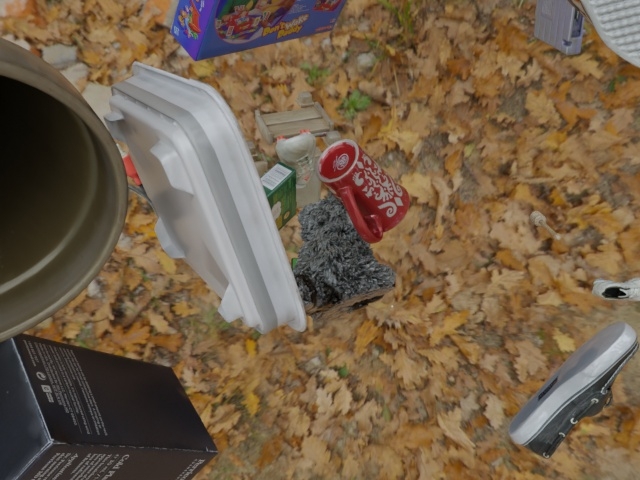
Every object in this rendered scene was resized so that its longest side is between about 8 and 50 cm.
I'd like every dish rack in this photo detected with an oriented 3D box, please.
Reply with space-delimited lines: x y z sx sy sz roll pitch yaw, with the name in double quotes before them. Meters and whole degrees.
"dish rack" -0.149 -0.046 0.736 0.072 0.333 0.285 -29 121 -19

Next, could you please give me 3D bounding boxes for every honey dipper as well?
"honey dipper" 0.537 -0.033 1.535 0.030 0.160 0.030 0 109 -1

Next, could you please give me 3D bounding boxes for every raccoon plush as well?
"raccoon plush" 0.000 0.000 1.406 0.216 0.446 0.299 -27 74 14

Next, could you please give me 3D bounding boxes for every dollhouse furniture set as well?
"dollhouse furniture set" -0.119 -0.259 1.868 0.303 0.174 0.355 -11 42 -17

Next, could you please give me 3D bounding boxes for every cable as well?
"cable" -0.416 -0.117 1.588 0.139 0.072 0.287 -22 98 -11

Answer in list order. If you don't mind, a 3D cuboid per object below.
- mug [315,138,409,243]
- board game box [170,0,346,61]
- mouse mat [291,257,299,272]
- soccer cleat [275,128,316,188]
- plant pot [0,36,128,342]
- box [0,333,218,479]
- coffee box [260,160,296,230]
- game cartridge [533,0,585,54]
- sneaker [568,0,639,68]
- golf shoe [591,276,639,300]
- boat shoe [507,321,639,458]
"mug" 0.081 -0.090 1.174 0.113 0.169 0.150 -39 44 10
"board game box" -0.072 -0.455 1.125 0.347 0.233 0.078 -27 71 -40
"mouse mat" 0.005 0.111 1.907 0.190 0.152 0.007 13 121 -10
"soccer cleat" -0.035 -0.132 1.074 0.068 0.196 0.076 -15 88 -3
"plant pot" -0.383 -0.092 0.608 0.323 0.323 0.280 -40 55 1
"box" -0.383 0.328 0.894 0.343 0.312 0.179 -45 56 7
"coffee box" -0.108 -0.030 1.015 0.040 0.113 0.184 32 59 20
"game cartridge" 0.702 -0.742 1.867 0.068 0.230 0.355 -6 122 -3
"sneaker" 0.400 -0.362 0.891 0.321 0.127 0.126 45 125 5
"golf shoe" 0.829 0.140 1.742 0.176 0.086 0.069 -4 101 11
"boat shoe" 0.209 0.123 0.521 0.040 0.049 0.142 37 121 7
